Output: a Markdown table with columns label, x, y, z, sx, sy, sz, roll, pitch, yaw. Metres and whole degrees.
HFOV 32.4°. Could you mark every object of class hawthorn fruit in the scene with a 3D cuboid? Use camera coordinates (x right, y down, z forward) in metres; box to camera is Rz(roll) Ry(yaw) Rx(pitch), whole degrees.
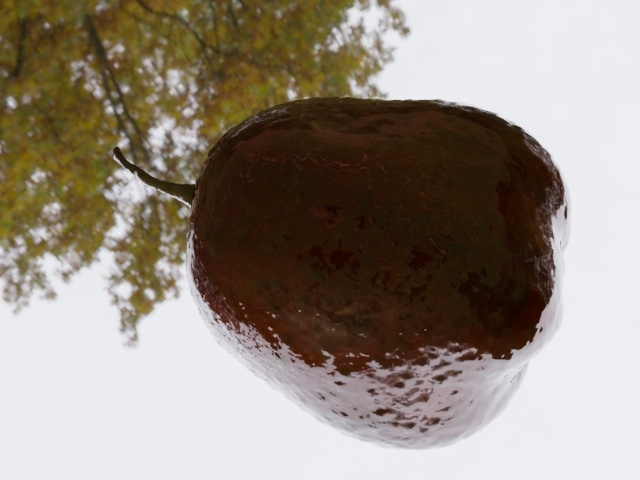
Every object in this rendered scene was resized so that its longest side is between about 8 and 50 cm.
| label | x | y | z | sx | sy | sz | roll | pitch | yaw |
| --- | --- | --- | --- | --- | --- | --- | --- | --- | --- |
| hawthorn fruit | 0.000 | 0.000 | 0.471 | 0.204 | 0.162 | 0.162 | 16 | -122 | -4 |
